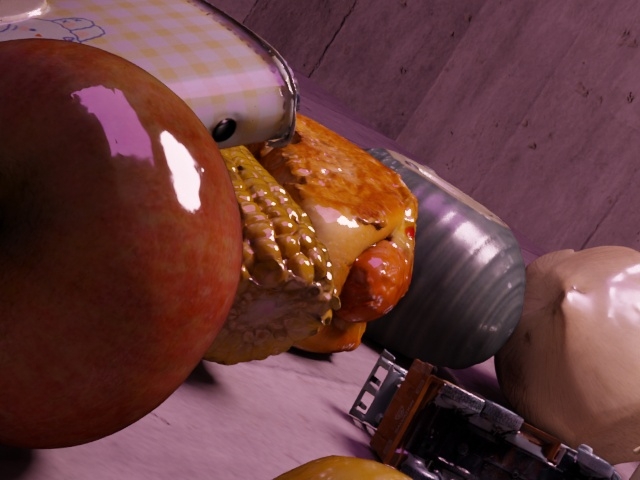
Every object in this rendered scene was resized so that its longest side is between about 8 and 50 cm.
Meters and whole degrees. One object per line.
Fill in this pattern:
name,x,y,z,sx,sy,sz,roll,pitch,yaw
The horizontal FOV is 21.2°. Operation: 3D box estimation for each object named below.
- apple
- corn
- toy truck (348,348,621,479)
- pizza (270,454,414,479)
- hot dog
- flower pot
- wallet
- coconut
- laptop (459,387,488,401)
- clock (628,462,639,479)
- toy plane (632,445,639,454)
apple,-0.128,0.002,0.799,0.188,0.188,0.174,37,4,19
corn,-0.115,-0.034,1.222,0.144,0.144,0.387,27,14,-36
toy truck,0.119,0.154,1.239,0.177,0.080,0.115,29,0,-19
pizza,0.013,0.154,0.836,0.204,0.081,0.188,26,11,-33
hot dog,0.000,0.000,1.411,0.153,0.150,0.257,27,18,-21
flower pot,0.082,0.014,1.600,0.243,0.157,0.189,34,10,18
wallet,-0.195,-0.101,1.086,0.309,0.077,0.223,-11,35,-33
coconut,0.263,0.104,1.639,0.224,0.224,0.224,33,9,-6
laptop,0.165,0.177,1.472,0.180,0.016,0.129,40,11,35
clock,0.274,0.186,1.237,0.062,0.191,0.151,40,10,34
toy plane,0.366,0.267,1.477,0.242,0.104,0.256,52,21,17
